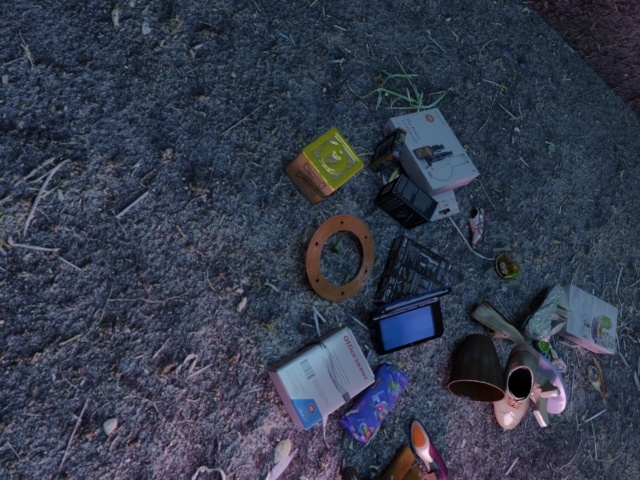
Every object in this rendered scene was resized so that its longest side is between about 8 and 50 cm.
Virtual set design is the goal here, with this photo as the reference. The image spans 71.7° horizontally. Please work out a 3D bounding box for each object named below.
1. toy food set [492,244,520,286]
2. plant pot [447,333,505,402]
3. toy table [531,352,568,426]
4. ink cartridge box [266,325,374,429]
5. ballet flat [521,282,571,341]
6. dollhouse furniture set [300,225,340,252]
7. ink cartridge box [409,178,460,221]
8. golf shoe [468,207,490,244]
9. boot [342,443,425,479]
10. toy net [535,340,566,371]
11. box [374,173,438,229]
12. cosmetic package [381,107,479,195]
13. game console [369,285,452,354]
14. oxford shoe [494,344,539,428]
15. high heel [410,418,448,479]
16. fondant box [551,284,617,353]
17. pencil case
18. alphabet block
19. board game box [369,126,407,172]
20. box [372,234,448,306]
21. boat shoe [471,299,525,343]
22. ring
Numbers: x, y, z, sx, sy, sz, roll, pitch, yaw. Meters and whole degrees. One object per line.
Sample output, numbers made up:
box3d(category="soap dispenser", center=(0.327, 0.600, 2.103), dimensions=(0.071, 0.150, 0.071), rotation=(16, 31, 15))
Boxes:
box3d(category="toy food set", center=(0.879, 0.118, 2.080), dimensions=(0.133, 0.038, 0.191), rotation=(-7, 80, -25))
box3d(category="plant pot", center=(0.641, 0.509, 1.811), dimensions=(0.216, 0.215, 0.230), rotation=(29, 53, -15))
box3d(category="toy table", center=(0.911, 0.627, 1.879), dimensions=(0.161, 0.252, 0.274), rotation=(-16, 66, -42))
box3d(category="ink cartridge box", center=(0.003, 0.475, 1.566), dimensions=(0.308, 0.129, 0.223), rotation=(-26, 89, -26))
box3d(category="ballet flat", center=(1.049, 0.338, 2.009), dimensions=(0.409, 0.147, 0.146), rotation=(-31, 91, -38))
box3d(category="dollhouse furniture set", center=(0.000, 0.000, 1.737), dimensions=(0.152, 0.058, 0.076), rotation=(17, 78, 1))
box3d(category="ink cartridge box", center=(0.515, -0.207, 1.997), dimensions=(0.181, 0.056, 0.224), rotation=(-17, 89, -26))
box3d(category="golf shoe", center=(0.721, -0.064, 2.049), dimensions=(0.086, 0.067, 0.186), rotation=(18, 69, 10))
box3d(category="boot", center=(0.236, 0.845, 1.599), dimensions=(0.281, 0.096, 0.264), rotation=(-34, 92, -27))
box3d(category="toy net", center=(1.068, 0.553, 2.055), dimensions=(0.232, 0.045, 0.122), rotation=(39, 66, -11))
box3d(category="box", center=(0.358, -0.157, 1.858), dimensions=(0.207, 0.153, 0.108), rotation=(37, 66, -13))
box3d(category="cosmetic package", center=(0.486, -0.393, 1.962), dimensions=(0.285, 0.097, 0.377), rotation=(-19, 73, -28))
box3d(category="game console", center=(0.351, 0.308, 1.670), dimensions=(0.294, 0.250, 0.173), rotation=(-16, 75, -10))
box3d(category="oxford shoe", center=(0.770, 0.614, 1.777), dimensions=(0.146, 0.141, 0.396), rotation=(-35, 131, -56))
box3d(category="high heel", center=(0.426, 0.806, 1.715), dimensions=(0.117, 0.082, 0.243), rotation=(1, 62, -52))
box3d(category="fondant box", center=(1.290, 0.387, 2.164), dimensions=(0.331, 0.096, 0.238), rotation=(24, 69, -16))
box3d(category="pencil case", center=(0.196, 0.589, 1.627), dimensions=(0.306, 0.119, 0.133), rotation=(-45, 116, -26))
box3d(category="alphabet block", center=(0.012, -0.283, 1.712), dimensions=(0.192, 0.197, 0.193), rotation=(-43, 97, -25))
box3d(category="board game box", center=(0.285, -0.379, 1.868), dimensions=(0.048, 0.170, 0.140), rotation=(24, 70, -18))
box3d(category="box", center=(0.377, 0.167, 1.831), dimensions=(0.243, 0.076, 0.307), rotation=(28, 69, -16))
box3d(category="boat shoe", center=(0.781, 0.378, 1.951), dimensions=(0.302, 0.109, 0.098), rotation=(38, 102, -23))
box3d(category="ring", center=(0.077, 0.066, 1.697), dimensions=(0.337, 0.032, 0.336), rotation=(-7, 101, -36))
